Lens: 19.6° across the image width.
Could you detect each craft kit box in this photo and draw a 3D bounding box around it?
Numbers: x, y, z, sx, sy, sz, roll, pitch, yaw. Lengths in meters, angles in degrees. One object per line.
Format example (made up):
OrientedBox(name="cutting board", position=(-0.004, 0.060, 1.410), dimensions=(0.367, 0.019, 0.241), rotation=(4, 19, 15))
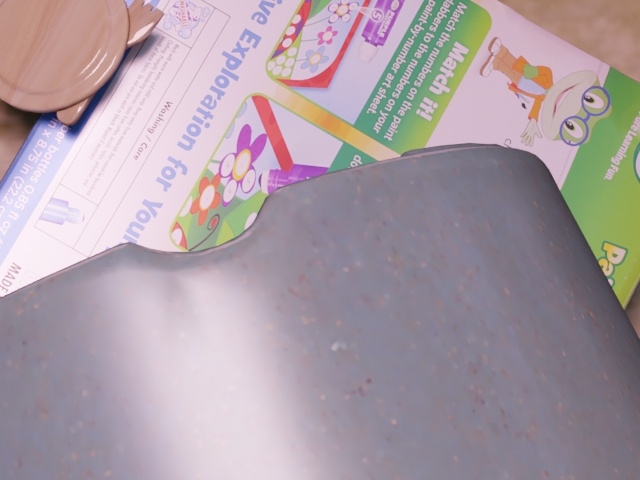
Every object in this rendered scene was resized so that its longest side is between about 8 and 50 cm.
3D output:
OrientedBox(name="craft kit box", position=(0.000, 0.000, 0.761), dimensions=(0.246, 0.061, 0.250), rotation=(30, 79, 0))

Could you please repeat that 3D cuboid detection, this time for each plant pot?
OrientedBox(name="plant pot", position=(0.015, 0.171, 0.567), dimensions=(0.341, 0.341, 0.334), rotation=(-20, 79, -11))

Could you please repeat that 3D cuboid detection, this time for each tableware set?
OrientedBox(name="tableware set", position=(-0.131, -0.125, 0.753), dimensions=(0.168, 0.020, 0.141), rotation=(17, 77, 20))
